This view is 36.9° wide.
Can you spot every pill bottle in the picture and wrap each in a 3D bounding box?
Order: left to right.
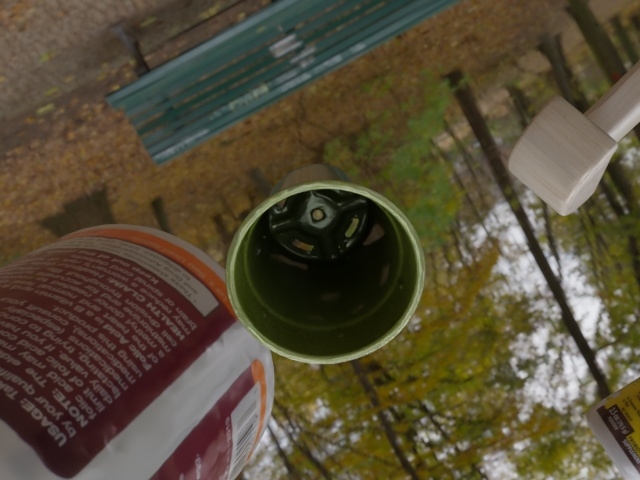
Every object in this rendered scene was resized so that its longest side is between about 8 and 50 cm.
[{"bbox_3d":[-0.190,0.142,0.550,0.224,0.224,0.392,-28,-174,22],"label":"pill bottle"},{"bbox_3d":[0.410,0.182,1.048,0.215,0.117,0.117,-35,180,8],"label":"pill bottle"}]

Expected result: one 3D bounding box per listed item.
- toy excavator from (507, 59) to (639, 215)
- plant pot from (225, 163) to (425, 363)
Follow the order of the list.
[{"bbox_3d":[0.402,-0.252,0.912,0.433,0.222,0.445,-36,160,-31],"label":"toy excavator"},{"bbox_3d":[0.000,0.000,0.434,0.083,0.083,0.079,-28,-159,8],"label":"plant pot"}]
